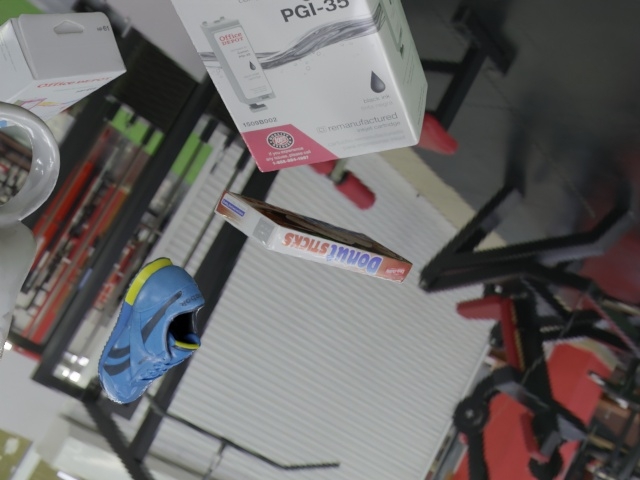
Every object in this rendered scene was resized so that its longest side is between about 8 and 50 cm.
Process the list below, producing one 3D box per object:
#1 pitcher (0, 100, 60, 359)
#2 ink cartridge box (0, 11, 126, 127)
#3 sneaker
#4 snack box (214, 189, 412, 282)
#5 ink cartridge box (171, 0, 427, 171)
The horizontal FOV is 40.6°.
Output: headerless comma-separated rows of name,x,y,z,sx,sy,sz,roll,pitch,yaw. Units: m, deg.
pitcher,-0.232,-0.034,0.456,0.125,0.178,0.207,5,152,27
ink cartridge box,-0.227,-0.131,0.680,0.122,0.052,0.088,-19,-178,40
sneaker,-0.178,0.117,0.926,0.082,0.209,0.069,42,-144,21
snack box,0.000,0.000,0.679,0.064,0.022,0.178,32,-170,38
ink cartridge box,-0.022,-0.228,0.944,0.207,0.117,0.283,-8,134,21
